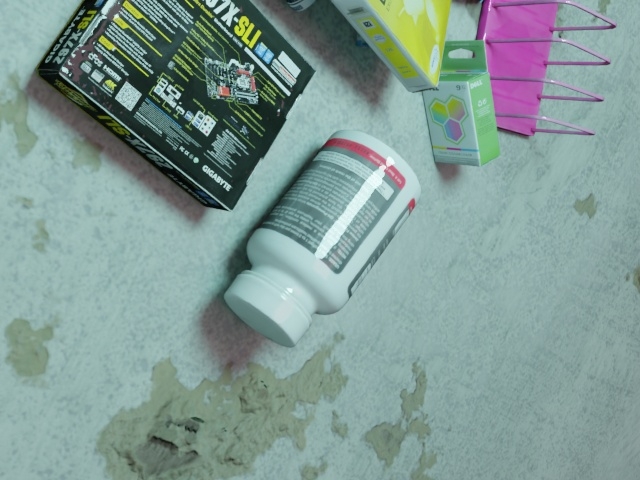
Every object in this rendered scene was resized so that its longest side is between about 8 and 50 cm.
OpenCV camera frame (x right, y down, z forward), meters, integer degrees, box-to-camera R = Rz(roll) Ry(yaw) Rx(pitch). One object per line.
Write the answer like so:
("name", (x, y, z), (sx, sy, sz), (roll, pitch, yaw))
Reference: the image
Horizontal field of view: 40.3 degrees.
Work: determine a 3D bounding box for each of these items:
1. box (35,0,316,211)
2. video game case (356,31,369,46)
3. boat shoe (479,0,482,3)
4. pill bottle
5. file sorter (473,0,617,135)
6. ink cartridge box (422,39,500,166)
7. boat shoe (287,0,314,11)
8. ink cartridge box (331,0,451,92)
("box", (-0.181, -0.230, 1.193), (0.322, 0.079, 0.257), (40, 71, -38))
("video game case", (0.109, -0.404, 1.444), (0.119, 0.015, 0.166), (-7, 103, -40))
("boat shoe", (0.280, -0.465, 1.462), (0.258, 0.089, 0.109), (8, 86, -72))
("pill bottle", (0.000, 0.000, 1.326), (0.318, 0.176, 0.176), (-53, 127, -20))
("file sorter", (0.419, -0.347, 1.607), (0.202, 0.182, 0.291), (7, 94, -41))
("ink cartridge box", (0.242, -0.239, 1.527), (0.062, 0.109, 0.209), (-28, 116, -34))
("boat shoe", (-0.006, -0.438, 1.306), (0.083, 0.065, 0.183), (46, 70, -38))
("ink cartridge box", (0.108, -0.436, 1.325), (0.307, 0.072, 0.303), (40, 55, -48))
